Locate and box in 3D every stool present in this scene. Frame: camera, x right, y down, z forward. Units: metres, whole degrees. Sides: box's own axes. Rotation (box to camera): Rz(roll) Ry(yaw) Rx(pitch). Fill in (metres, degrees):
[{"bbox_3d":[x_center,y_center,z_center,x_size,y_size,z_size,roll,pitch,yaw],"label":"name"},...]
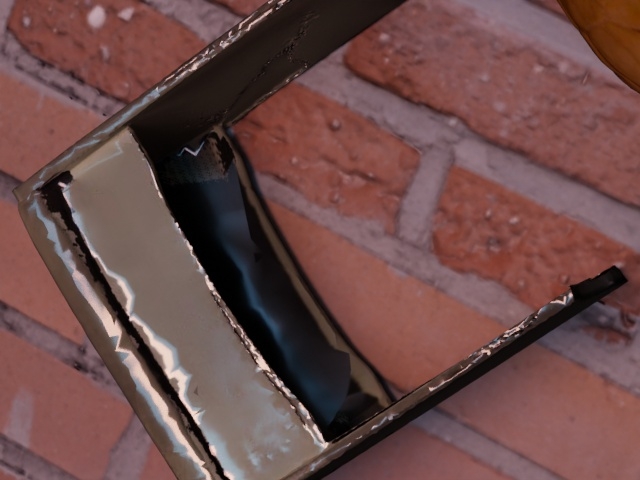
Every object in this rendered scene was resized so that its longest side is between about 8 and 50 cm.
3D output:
[{"bbox_3d":[0.000,0.000,1.103,0.269,0.170,0.244,-35,82,18],"label":"stool"}]

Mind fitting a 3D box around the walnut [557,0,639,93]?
[{"bbox_3d":[0.222,-0.156,1.020,0.207,0.167,0.167,41,105,12],"label":"walnut"}]
